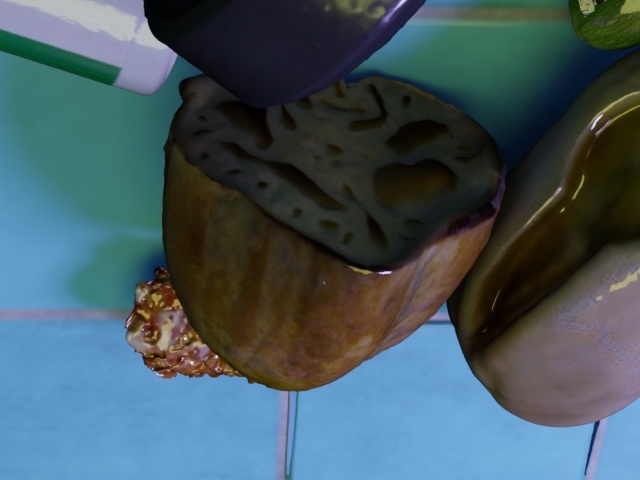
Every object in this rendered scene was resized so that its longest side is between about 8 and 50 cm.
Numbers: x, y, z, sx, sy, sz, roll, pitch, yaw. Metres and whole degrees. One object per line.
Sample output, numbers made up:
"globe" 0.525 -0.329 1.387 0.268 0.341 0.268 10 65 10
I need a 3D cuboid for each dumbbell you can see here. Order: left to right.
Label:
"dumbbell" -0.091 -0.226 0.642 0.322 0.203 0.204 35 117 -24

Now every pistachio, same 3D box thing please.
"pistachio" 0.192 0.006 0.924 0.197 0.166 0.288 -12 150 -49

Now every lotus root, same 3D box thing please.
"lotus root" -0.001 0.000 0.903 0.188 0.199 0.180 37 135 24

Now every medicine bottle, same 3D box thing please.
"medicine bottle" -0.203 -0.161 0.813 0.260 0.095 0.095 15 124 -17

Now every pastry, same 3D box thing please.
"pastry" -0.051 0.053 1.005 0.169 0.063 0.087 -4 98 2

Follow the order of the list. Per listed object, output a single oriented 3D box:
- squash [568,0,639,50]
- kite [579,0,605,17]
"squash" 0.245 -0.190 0.843 0.229 0.066 0.066 -33 122 18
"kite" 0.197 -0.242 0.796 0.183 0.014 0.241 38 107 -4
